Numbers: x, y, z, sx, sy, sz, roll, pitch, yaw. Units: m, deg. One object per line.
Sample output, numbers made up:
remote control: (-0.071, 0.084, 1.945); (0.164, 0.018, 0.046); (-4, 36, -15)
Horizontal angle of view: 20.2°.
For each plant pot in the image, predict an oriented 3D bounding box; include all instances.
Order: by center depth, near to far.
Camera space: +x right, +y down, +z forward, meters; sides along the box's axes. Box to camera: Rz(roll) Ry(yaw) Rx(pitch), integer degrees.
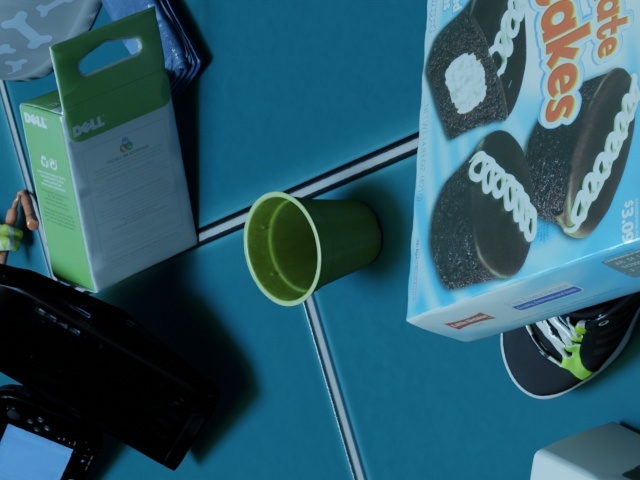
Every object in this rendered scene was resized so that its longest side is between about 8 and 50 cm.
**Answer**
plant pot: (0.000, 0.000, 1.315); (0.083, 0.079, 0.083); (14, 109, 45)

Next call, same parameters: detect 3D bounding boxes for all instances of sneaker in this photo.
sneaker: (0.162, 0.024, 1.116); (0.084, 0.097, 0.234); (47, 135, 17)

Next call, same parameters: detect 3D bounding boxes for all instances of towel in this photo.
towel: (-0.139, -0.175, 1.466); (0.067, 0.029, 0.119); (-47, 66, 46)

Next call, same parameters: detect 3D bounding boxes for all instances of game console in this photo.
game console: (-0.222, 0.160, 1.559); (0.213, 0.044, 0.361); (30, 142, -1)

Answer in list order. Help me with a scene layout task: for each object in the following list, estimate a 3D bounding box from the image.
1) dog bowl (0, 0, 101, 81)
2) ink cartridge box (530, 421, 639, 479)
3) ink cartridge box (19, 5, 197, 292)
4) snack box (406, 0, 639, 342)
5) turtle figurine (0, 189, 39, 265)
dog bowl: (-0.321, -0.310, 1.583); (0.349, 0.102, 0.348); (13, 108, 45)
ink cartridge box: (0.224, 0.224, 1.115); (0.208, 0.087, 0.153); (23, 115, 43)
ink cartridge box: (-0.173, -0.076, 1.434); (0.062, 0.109, 0.209); (18, 125, 45)
snack box: (0.140, -0.115, 1.055); (0.187, 0.060, 0.322); (-23, 55, 47)
turtle figurine: (-0.360, 0.014, 1.706); (0.269, 0.087, 0.217); (26, 117, 42)
